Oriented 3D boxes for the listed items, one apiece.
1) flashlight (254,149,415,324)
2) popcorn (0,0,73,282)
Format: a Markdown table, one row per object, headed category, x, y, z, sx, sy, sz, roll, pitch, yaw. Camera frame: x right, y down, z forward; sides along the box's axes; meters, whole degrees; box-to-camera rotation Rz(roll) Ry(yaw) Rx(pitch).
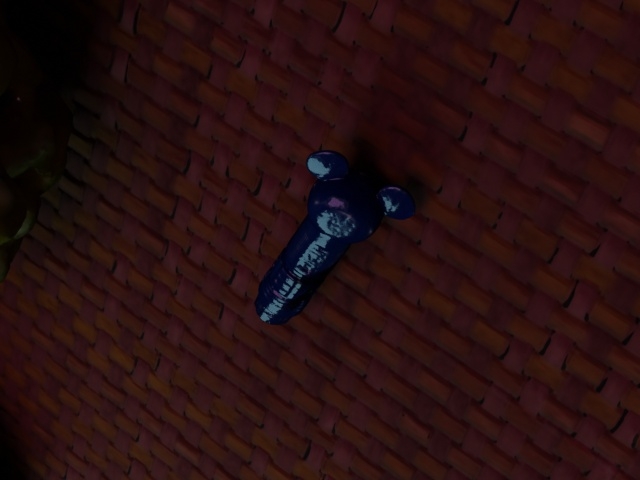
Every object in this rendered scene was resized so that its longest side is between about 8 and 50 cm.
| category | x | y | z | sx | sy | sz | roll | pitch | yaw |
| --- | --- | --- | --- | --- | --- | --- | --- | --- | --- |
| flashlight | 0.000 | 0.000 | 0.664 | 0.057 | 0.035 | 0.121 | 27 | 135 | -8 |
| popcorn | -0.251 | -0.054 | 0.712 | 0.242 | 0.235 | 0.250 | -109 | 17 | -48 |
